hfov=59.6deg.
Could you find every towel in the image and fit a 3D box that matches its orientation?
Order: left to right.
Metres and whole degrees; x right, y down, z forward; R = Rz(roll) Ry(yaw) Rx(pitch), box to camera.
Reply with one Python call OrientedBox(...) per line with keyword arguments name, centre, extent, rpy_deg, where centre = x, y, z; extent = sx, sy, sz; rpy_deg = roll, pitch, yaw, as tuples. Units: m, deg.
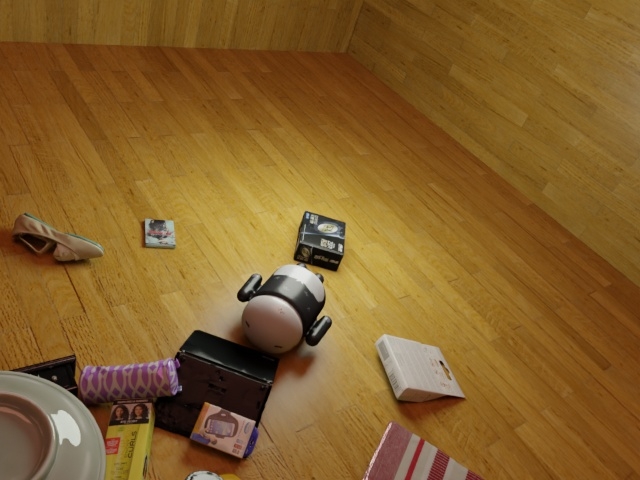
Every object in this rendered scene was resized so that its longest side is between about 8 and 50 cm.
OrientedBox(name="towel", centre=(0.260, 0.578, 1.258), extent=(0.329, 0.037, 0.237), rpy_deg=(31, 36, 10))

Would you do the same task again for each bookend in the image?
OrientedBox(name="bookend", centre=(-0.560, 0.332, 1.135), extent=(0.156, 0.072, 0.157), rpy_deg=(-9, 47, -35))

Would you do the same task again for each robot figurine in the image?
OrientedBox(name="robot figurine", centre=(-0.092, 0.176, 1.479), extent=(0.209, 0.174, 0.278), rpy_deg=(-3, 27, 28))

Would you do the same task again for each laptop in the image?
OrientedBox(name="laptop", centre=(-0.240, 0.348, 1.320), extent=(0.234, 0.137, 0.264), rpy_deg=(20, 62, -1))

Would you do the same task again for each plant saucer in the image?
OrientedBox(name="plant saucer", centre=(-0.565, 0.367, 0.937), extent=(0.400, 0.101, 0.401), rpy_deg=(18, 36, -14))

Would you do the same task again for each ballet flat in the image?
OrientedBox(name="ballet flat", centre=(-0.700, 0.010, 1.477), extent=(0.248, 0.086, 0.086), rpy_deg=(22, 37, 4))

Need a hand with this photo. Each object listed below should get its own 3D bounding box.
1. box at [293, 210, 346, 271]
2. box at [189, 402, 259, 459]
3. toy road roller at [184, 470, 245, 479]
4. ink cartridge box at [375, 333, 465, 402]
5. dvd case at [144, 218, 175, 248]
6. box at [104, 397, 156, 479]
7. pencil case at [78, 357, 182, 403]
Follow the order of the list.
OrientedBox(name="box", centre=(0.000, 0.000, 1.816), extent=(0.147, 0.078, 0.180), rpy_deg=(17, 37, -7))
OrientedBox(name="box", centre=(-0.202, 0.412, 1.203), extent=(0.136, 0.028, 0.081), rpy_deg=(20, 62, 1))
OrientedBox(name="toy road roller", centre=(-0.126, 0.548, 0.937), extent=(0.240, 0.203, 0.329), rpy_deg=(14, 22, -47))
OrientedBox(name="ink cartridge box", centre=(0.272, 0.359, 1.540), extent=(0.224, 0.056, 0.181), rpy_deg=(20, 32, -34))
OrientedBox(name="dvd case", centre=(-0.478, -0.021, 1.664), extent=(0.087, 0.013, 0.119), rpy_deg=(4, 41, -21))
OrientedBox(name="box", centre=(-0.383, 0.426, 1.100), extent=(0.087, 0.058, 0.232), rpy_deg=(-1, 41, -5))
OrientedBox(name="pencil case", centre=(-0.407, 0.298, 1.200), extent=(0.206, 0.086, 0.088), rpy_deg=(-4, 35, -4))
